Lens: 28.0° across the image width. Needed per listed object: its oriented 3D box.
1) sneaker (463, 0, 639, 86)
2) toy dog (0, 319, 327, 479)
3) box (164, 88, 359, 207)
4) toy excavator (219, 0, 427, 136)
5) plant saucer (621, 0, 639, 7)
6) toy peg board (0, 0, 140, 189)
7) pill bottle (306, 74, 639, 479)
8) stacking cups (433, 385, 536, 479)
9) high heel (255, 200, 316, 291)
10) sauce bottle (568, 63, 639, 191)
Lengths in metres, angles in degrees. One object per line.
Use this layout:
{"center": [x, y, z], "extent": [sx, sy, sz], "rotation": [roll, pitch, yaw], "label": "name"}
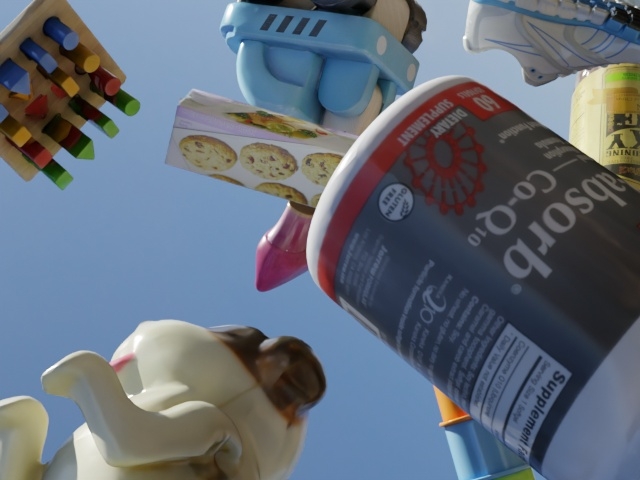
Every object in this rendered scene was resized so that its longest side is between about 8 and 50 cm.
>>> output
{"center": [0.206, -0.162, 1.056], "extent": [0.190, 0.083, 0.071], "rotation": [16, -154, 1], "label": "sneaker"}
{"center": [-0.126, 0.244, 1.168], "extent": [0.395, 0.284, 0.408], "rotation": [27, -135, -13], "label": "toy dog"}
{"center": [0.014, -0.067, 1.233], "extent": [0.323, 0.067, 0.063], "rotation": [17, -156, 2], "label": "box"}
{"center": [0.023, -0.187, 1.850], "extent": [0.222, 0.432, 0.445], "rotation": [28, -102, -60], "label": "toy excavator"}
{"center": [0.479, -0.289, 1.286], "extent": [0.400, 0.400, 0.101], "rotation": [36, -137, -42], "label": "plant saucer"}
{"center": [-0.276, -0.146, 1.335], "extent": [0.079, 0.161, 0.161], "rotation": [36, 169, 33], "label": "toy peg board"}
{"center": [0.182, 0.054, 0.949], "extent": [0.363, 0.210, 0.210], "rotation": [39, -167, 24], "label": "pill bottle"}
{"center": [0.168, 0.211, 1.315], "extent": [0.096, 0.096, 0.316], "rotation": [9, -118, -63], "label": "stacking cups"}
{"center": [0.000, 0.000, 1.628], "extent": [0.082, 0.117, 0.244], "rotation": [33, -160, 15], "label": "high heel"}
{"center": [0.288, -0.038, 1.215], "extent": [0.111, 0.111, 0.344], "rotation": [42, -140, -31], "label": "sauce bottle"}
